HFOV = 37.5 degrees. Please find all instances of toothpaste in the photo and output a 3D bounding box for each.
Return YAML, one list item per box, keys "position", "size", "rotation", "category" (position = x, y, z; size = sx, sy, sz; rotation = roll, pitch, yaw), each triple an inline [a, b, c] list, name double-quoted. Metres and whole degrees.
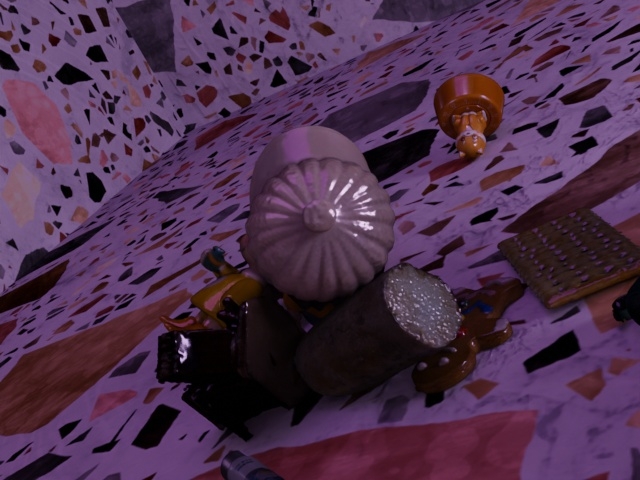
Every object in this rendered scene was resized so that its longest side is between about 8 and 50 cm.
- position: [-0.044, 0.270, 0.979]
  size: [0.062, 0.039, 0.239]
  rotation: [-29, 18, -22]
  category: "toothpaste"

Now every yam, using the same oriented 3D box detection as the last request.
- position: [0.060, 0.110, 1.089]
  size: [0.194, 0.107, 0.107]
  rotation: [-39, 6, 45]
  category: "yam"

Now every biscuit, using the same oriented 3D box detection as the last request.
- position: [0.165, 0.108, 1.117]
  size: [0.138, 0.031, 0.205]
  rotation: [-15, 24, 37]
  category: "biscuit"
- position: [0.307, 0.015, 1.157]
  size: [0.139, 0.016, 0.231]
  rotation: [-23, 17, 4]
  category: "biscuit"

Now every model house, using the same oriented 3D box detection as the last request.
- position: [-0.109, 0.152, 1.163]
  size: [0.164, 0.203, 0.141]
  rotation: [-8, 47, 29]
  category: "model house"

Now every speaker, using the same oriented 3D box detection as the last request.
- position: [0.340, 0.061, 0.951]
  size: [0.075, 0.060, 0.094]
  rotation: [-39, -15, -28]
  category: "speaker"

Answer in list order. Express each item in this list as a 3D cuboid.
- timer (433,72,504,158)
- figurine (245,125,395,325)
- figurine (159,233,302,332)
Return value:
- position: [0.273, -0.208, 1.718]
  size: [0.132, 0.132, 0.152]
  rotation: [-20, 43, 26]
  category: "timer"
- position: [0.017, 0.024, 1.191]
  size: [0.185, 0.332, 0.204]
  rotation: [-32, 50, -8]
  category: "figurine"
- position: [-0.086, 0.044, 1.447]
  size: [0.344, 0.187, 0.215]
  rotation: [-38, 28, -9]
  category: "figurine"
